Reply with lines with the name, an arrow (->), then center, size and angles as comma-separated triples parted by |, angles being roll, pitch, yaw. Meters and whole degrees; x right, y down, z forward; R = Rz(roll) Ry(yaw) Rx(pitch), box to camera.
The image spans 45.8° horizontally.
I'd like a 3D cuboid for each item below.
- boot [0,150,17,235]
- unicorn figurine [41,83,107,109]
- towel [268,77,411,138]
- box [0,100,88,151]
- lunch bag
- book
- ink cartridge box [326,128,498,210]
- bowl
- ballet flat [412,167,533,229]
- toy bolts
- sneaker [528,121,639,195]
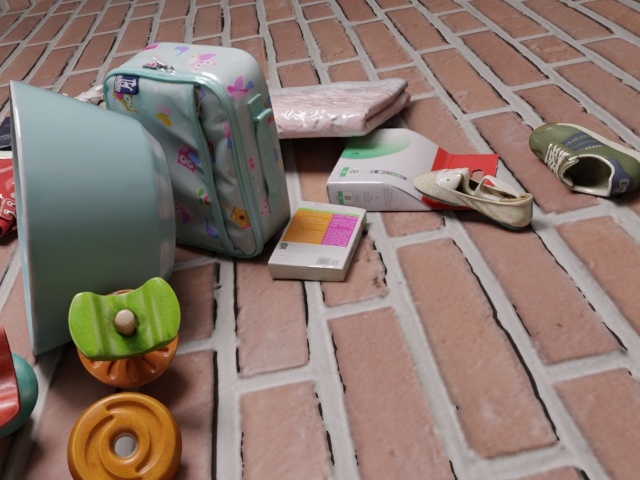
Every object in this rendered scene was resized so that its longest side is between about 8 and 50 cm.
boot -> -0.449, -0.076, 1.203 | 0.244, 0.088, 0.176 | -11, 44, -14
unicorn figurine -> -0.502, -0.310, 1.645 | 0.111, 0.060, 0.162 | 4, 17, 23
towel -> -0.038, -0.225, 1.291 | 0.332, 0.053, 0.317 | 1, 20, 21
box -> -0.488, -0.168, 1.355 | 0.156, 0.093, 0.158 | -12, 31, -2
lunch bag -> -0.153, -0.117, 0.985 | 0.224, 0.279, 0.108 | 16, 43, 33
book -> 0.000, 0.000, 0.989 | 0.096, 0.035, 0.144 | 4, 33, 16
ink cartridge box -> 0.138, -0.107, 1.108 | 0.225, 0.056, 0.181 | -1, 32, 19
bowl -> -0.269, -0.031, 0.891 | 0.163, 0.311, 0.311 | -6, 27, -22
ballet flat -> 0.200, -0.068, 0.990 | 0.168, 0.052, 0.057 | 23, 39, 24
toy bolts -> -0.245, 0.161, 0.741 | 0.229, 0.158, 0.218 | -8, 69, -15
sneaker -> 0.347, -0.110, 1.034 | 0.086, 0.064, 0.192 | -23, 36, -30
